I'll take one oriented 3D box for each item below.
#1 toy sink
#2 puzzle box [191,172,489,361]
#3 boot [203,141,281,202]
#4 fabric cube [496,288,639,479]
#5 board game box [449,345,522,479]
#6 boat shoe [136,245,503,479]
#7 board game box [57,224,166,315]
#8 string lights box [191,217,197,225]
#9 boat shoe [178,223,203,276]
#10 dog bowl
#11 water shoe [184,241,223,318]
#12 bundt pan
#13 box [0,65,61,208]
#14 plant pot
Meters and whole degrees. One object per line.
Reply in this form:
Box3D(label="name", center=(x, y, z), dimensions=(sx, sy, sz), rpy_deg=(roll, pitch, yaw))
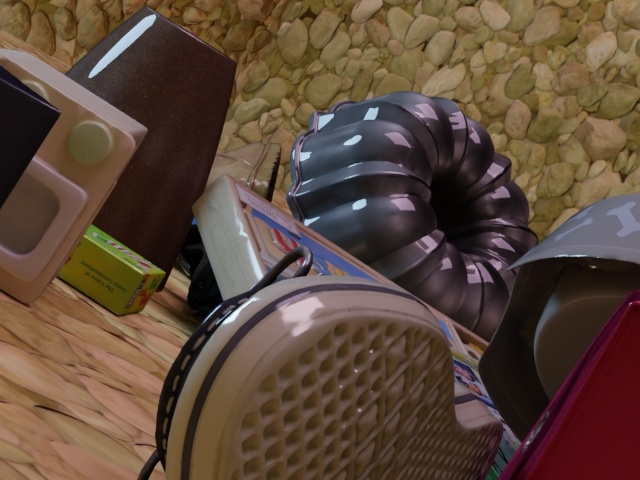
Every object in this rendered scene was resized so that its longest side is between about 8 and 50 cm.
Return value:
Box3D(label="toy sink", center=(-0.227, -0.049, 1.501), dimensions=(0.131, 0.152, 0.234), rpy_deg=(32, 3, -1))
Box3D(label="puzzle box", center=(0.068, 0.115, 1.855), dimensions=(0.409, 0.052, 0.272), rpy_deg=(32, 20, -32))
Box3D(label="boot", center=(-0.184, -0.092, 2.228), dimensions=(0.270, 0.089, 0.236), rpy_deg=(13, 8, 0))
Box3D(label="fabric cube", center=(0.241, 0.202, 1.284), dimensions=(0.259, 0.254, 0.258), rpy_deg=(33, 6, 8))
Box3D(label="board game box", center=(0.177, 0.209, 1.679), dimensions=(0.213, 0.046, 0.317), rpy_deg=(27, 20, -41))
Box3D(label="boat shoe", center=(-0.013, 0.106, 1.097), dimensions=(0.156, 0.186, 0.500), rpy_deg=(28, -2, 15))
Box3D(label="board game box", center=(-0.228, -0.003, 1.698), dimensions=(0.181, 0.043, 0.092), rpy_deg=(33, 3, 6))
Box3D(label="string lights box", center=(-0.131, -0.028, 2.530), dimensions=(0.260, 0.076, 0.133), rpy_deg=(33, 3, 8))
Box3D(label="boat shoe", center=(-0.090, 0.035, 2.094), dimensions=(0.069, 0.081, 0.228), rpy_deg=(26, 0, -29))
Box3D(label="dog bowl", center=(0.293, 0.107, 1.541), dimensions=(0.349, 0.102, 0.348), rpy_deg=(27, -34, 20))
Box3D(label="water shoe", center=(-0.086, 0.065, 1.898), dimensions=(0.203, 0.080, 0.073), rpy_deg=(-108, -174, -58))
Box3D(label="bundt pan", center=(0.118, -0.019, 2.121), dimensions=(0.331, 0.124, 0.330), rpy_deg=(27, 51, -39))
Box3D(label="box", center=(-0.277, -0.065, 1.269), dimensions=(0.158, 0.156, 0.093), rpy_deg=(36, 4, 41))
Box3D(label="plant pot", center=(-0.185, -0.104, 1.924), dimensions=(0.215, 0.230, 0.215), rpy_deg=(32, 4, -3))
